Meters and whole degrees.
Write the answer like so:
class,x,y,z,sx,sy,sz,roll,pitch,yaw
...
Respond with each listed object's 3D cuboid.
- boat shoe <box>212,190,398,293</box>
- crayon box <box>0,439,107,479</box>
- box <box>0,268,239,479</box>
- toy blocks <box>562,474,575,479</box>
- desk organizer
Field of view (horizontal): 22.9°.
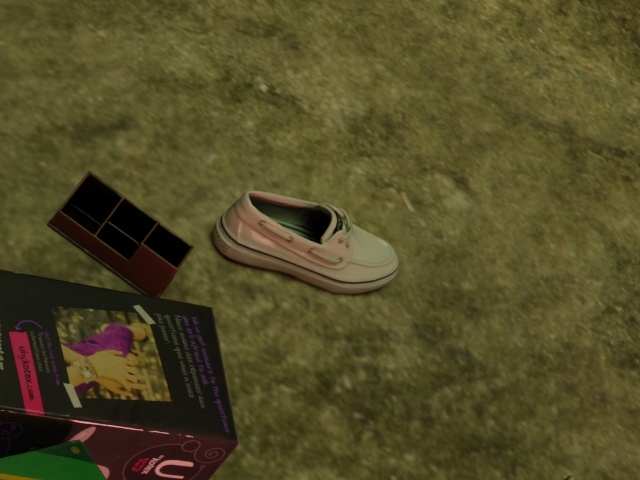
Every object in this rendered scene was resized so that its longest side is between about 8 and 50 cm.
class,x,y,z,sx,sy,sz,roll,pitch,yaw
boat shoe,0.000,0.000,1.664,0.226,0.076,0.083,8,47,-34
crayon box,-0.250,0.259,1.039,0.318,0.081,0.202,-10,51,-43
box,-0.227,0.132,1.269,0.270,0.165,0.143,13,44,-30
toy blocks,0.277,0.322,1.582,0.148,0.054,0.123,43,37,4
desk organizer,-0.192,-0.005,1.531,0.130,0.050,0.047,36,37,-4
